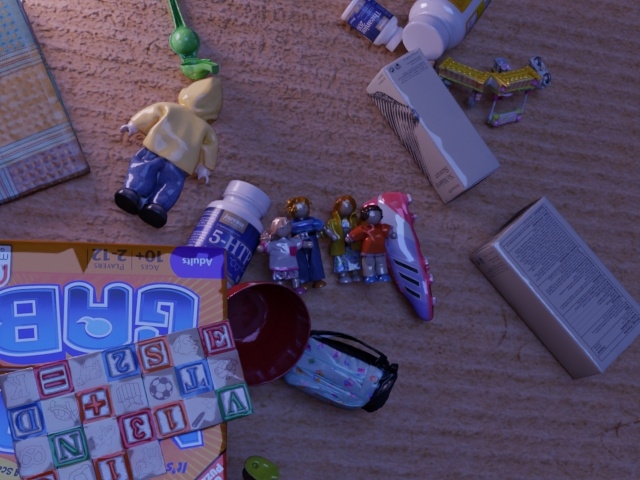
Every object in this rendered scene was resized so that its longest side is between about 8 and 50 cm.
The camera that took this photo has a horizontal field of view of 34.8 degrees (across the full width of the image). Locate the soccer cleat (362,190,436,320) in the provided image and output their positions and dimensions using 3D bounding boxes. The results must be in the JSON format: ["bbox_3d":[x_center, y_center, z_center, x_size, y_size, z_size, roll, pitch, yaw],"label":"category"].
[{"bbox_3d":[0.148,0.031,1.865,0.095,0.083,0.248,-14,82,6],"label":"soccer cleat"}]

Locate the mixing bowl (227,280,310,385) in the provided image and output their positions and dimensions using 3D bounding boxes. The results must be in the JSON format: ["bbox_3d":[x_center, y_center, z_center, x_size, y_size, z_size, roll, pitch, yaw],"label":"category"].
[{"bbox_3d":[-0.117,0.140,1.689,0.181,0.098,0.181,-8,110,-23],"label":"mixing bowl"}]

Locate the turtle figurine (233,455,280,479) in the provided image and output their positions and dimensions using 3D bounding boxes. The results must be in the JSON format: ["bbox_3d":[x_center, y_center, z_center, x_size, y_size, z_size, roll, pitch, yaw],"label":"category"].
[{"bbox_3d":[-0.123,0.418,1.626,0.269,0.217,0.087,-24,64,-26],"label":"turtle figurine"}]

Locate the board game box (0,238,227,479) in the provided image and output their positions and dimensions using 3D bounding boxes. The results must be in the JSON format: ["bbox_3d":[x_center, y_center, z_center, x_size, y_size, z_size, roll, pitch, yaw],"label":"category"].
[{"bbox_3d":[-0.343,0.214,1.518,0.356,0.356,0.356,2,76,-15],"label":"board game box"}]

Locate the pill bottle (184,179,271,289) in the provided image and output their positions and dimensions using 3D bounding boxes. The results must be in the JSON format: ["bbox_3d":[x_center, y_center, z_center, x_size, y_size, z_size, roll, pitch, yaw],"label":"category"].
[{"bbox_3d":[-0.162,-0.005,1.759,0.112,0.112,0.187,29,70,-7],"label":"pill bottle"}]

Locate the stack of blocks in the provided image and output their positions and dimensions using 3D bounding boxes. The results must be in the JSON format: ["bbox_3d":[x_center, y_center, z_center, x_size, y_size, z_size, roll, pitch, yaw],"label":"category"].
[{"bbox_3d":[-0.242,0.222,1.306,0.297,0.087,0.171,-13,81,-18],"label":"stack of blocks"}]

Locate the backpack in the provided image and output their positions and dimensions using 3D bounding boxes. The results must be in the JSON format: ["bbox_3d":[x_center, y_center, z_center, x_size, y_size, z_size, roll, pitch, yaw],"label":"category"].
[{"bbox_3d":[0.029,0.224,1.741,0.182,0.152,0.115,23,75,-3],"label":"backpack"}]

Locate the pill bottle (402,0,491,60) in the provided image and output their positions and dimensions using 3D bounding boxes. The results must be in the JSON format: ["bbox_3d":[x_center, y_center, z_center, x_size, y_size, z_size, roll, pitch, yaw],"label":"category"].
[{"bbox_3d":[0.242,-0.439,1.965,0.117,0.117,0.208,38,56,-4],"label":"pill bottle"}]

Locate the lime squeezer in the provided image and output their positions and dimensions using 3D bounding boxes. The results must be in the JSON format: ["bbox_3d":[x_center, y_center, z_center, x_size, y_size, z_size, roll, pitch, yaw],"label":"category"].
[{"bbox_3d":[-0.243,-0.360,1.842,0.059,0.110,0.310,-24,52,-4],"label":"lime squeezer"}]

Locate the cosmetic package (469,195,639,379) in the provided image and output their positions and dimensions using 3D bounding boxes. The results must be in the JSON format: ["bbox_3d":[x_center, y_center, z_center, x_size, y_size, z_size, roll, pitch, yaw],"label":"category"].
[{"bbox_3d":[0.447,0.089,1.907,0.160,0.113,0.309,-39,89,-21],"label":"cosmetic package"}]

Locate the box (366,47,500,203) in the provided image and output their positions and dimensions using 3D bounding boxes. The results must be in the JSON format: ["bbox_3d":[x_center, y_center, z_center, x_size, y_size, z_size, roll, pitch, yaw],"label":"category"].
[{"bbox_3d":[0.210,-0.214,1.921,0.094,0.113,0.275,-33,85,-20],"label":"box"}]

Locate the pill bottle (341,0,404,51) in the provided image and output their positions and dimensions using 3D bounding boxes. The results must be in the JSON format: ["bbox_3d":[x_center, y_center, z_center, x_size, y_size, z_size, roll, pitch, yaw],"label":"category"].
[{"bbox_3d":[0.106,-0.419,1.968,0.120,0.067,0.067,37,69,-4],"label":"pill bottle"}]

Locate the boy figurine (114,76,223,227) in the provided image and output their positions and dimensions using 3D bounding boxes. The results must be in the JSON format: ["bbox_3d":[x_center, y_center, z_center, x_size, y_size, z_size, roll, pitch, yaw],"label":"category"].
[{"bbox_3d":[-0.260,-0.172,1.788,0.177,0.092,0.285,26,70,-8],"label":"boy figurine"}]

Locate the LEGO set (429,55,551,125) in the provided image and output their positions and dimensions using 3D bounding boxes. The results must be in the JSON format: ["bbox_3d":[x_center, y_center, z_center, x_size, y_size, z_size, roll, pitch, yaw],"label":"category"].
[{"bbox_3d":[0.312,-0.296,1.998,0.287,0.107,0.132,1,41,-11],"label":"LEGO set"}]

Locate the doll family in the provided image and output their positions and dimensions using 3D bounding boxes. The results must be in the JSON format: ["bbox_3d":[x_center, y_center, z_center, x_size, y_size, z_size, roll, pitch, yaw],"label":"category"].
[{"bbox_3d":[0.000,0.000,1.808,0.263,0.118,0.163,-8,96,-19],"label":"doll family"}]

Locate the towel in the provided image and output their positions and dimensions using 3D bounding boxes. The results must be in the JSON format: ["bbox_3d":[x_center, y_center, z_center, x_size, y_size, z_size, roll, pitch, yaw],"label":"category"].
[{"bbox_3d":[-0.585,-0.237,1.742,0.271,0.040,0.370,-23,85,-19],"label":"towel"}]
